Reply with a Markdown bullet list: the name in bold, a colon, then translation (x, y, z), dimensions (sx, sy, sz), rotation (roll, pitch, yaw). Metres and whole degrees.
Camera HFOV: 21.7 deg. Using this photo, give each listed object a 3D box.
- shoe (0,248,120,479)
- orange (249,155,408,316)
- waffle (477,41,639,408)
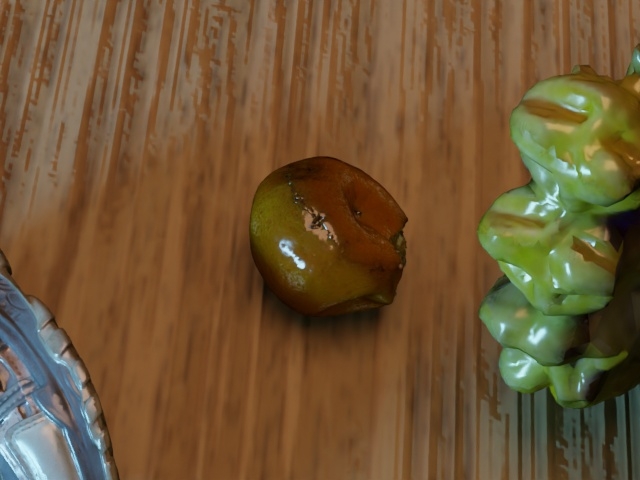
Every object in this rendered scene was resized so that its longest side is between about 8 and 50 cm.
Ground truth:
- **shoe**: translation (-0.156, 0.063, 0.705), dimensions (0.092, 0.089, 0.180), rotation (-27, 61, -23)
- **orange**: translation (0.000, 0.000, 0.779), dimensions (0.086, 0.062, 0.086), rotation (36, 29, -24)
- **waffle**: translation (0.193, -0.053, 0.720), dimensions (0.151, 0.261, 0.324), rotation (27, 55, 20)
